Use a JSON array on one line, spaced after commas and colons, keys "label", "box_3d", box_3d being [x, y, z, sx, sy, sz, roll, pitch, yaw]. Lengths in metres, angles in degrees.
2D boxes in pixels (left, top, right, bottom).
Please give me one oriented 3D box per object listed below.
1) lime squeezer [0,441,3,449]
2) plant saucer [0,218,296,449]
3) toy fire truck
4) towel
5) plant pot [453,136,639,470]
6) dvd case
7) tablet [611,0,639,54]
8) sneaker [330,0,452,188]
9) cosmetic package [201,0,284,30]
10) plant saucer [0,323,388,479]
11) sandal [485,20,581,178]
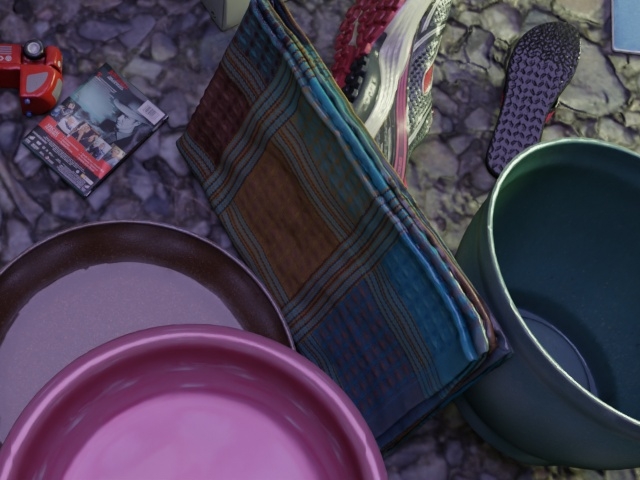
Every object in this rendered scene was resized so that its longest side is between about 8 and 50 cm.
[{"label": "lime squeezer", "box_3d": [-0.435, 0.126, 1.244, 0.310, 0.059, 0.110, 5, 70, -6]}, {"label": "plant saucer", "box_3d": [-0.174, 0.134, 1.269, 0.311, 0.050, 0.310, 3, 72, -9]}, {"label": "toy fire truck", "box_3d": [-0.347, -0.126, 1.350, 0.192, 0.047, 0.135, 2, 71, -7]}, {"label": "towel", "box_3d": [0.000, 0.000, 1.233, 0.040, 0.271, 0.370, -24, 74, -32]}, {"label": "plant pot", "box_3d": [0.228, 0.084, 1.242, 0.293, 0.196, 0.293, 15, 51, -19]}, {"label": "dvd case", "box_3d": [-0.221, -0.109, 1.378, 0.087, 0.013, 0.119, 40, 72, 8]}, {"label": "tablet", "box_3d": [0.337, -0.237, 1.496, 0.054, 0.006, 0.083, 5, 69, -5]}, {"label": "sneaker", "box_3d": [0.072, -0.167, 1.394, 0.112, 0.121, 0.299, 36, 66, -25]}, {"label": "cosmetic package", "box_3d": [0.047, -0.385, 1.366, 0.377, 0.284, 0.097, -29, 76, -16]}, {"label": "plant saucer", "box_3d": [-0.107, 0.236, 1.157, 0.332, 0.084, 0.332, 0, 71, 0]}, {"label": "sandal", "box_3d": [0.213, -0.143, 1.435, 0.067, 0.040, 0.179, 21, 84, 7]}]
